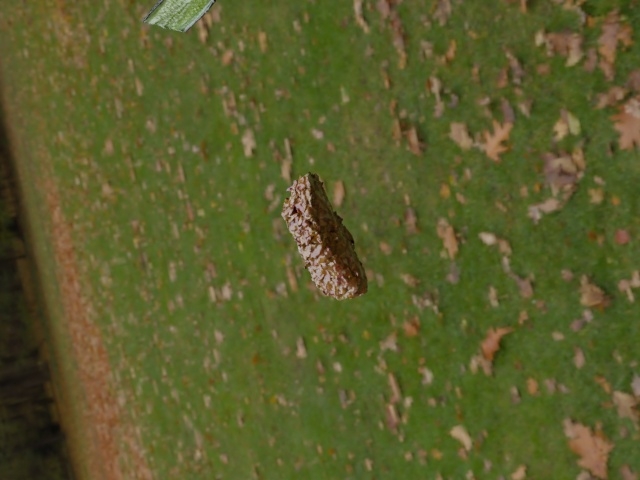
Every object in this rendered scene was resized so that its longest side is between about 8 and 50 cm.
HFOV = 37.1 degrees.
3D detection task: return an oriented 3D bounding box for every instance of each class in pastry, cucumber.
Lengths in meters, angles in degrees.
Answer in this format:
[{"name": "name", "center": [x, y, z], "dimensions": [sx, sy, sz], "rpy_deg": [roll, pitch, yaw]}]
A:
[{"name": "pastry", "center": [0.000, 0.001, 1.152], "dimensions": [0.169, 0.063, 0.087], "rpy_deg": [62, -164, -15]}, {"name": "cucumber", "center": [-0.201, -0.382, 1.477], "dimensions": [0.220, 0.070, 0.046], "rpy_deg": [-26, 37, 55]}]
